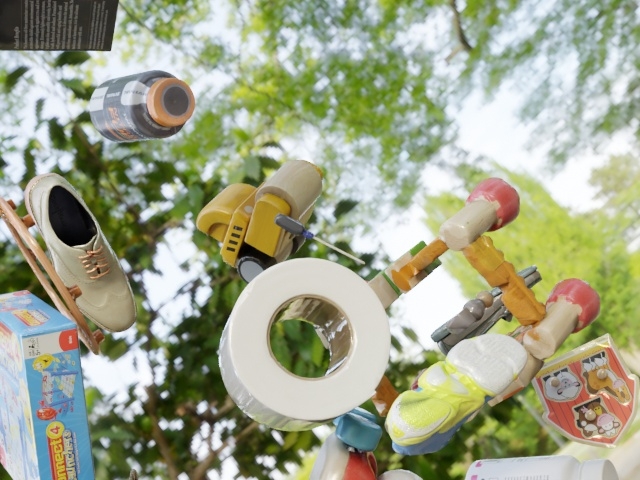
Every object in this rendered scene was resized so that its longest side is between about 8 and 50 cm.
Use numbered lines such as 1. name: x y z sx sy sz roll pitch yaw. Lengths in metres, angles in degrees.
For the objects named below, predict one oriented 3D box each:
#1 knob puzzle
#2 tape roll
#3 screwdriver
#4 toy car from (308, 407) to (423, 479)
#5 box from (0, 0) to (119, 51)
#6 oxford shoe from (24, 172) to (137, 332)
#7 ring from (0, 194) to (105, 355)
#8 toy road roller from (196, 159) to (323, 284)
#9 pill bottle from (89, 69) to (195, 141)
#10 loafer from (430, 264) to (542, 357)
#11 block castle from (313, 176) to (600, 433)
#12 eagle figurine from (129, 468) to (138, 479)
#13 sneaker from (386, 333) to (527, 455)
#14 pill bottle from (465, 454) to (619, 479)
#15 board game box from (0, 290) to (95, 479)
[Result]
1. knob puzzle: 0.505 0.298 1.869 0.213 0.213 0.030 -43 -15 8
2. tape roll: -0.029 0.164 1.539 0.246 0.246 0.169 -35 -6 -18
3. screwdriver: 0.000 0.000 1.671 0.024 0.170 0.025 -63 1 -8
4. toy car: 0.102 0.423 1.665 0.210 0.238 0.219 156 137 -88
5. box: -0.491 -0.473 1.612 0.294 0.296 0.183 -3 -21 -18
6. oxford shoe: -0.515 0.041 2.175 0.140 0.397 0.146 -35 19 -18
7. ring: -0.469 0.055 1.737 0.032 0.336 0.336 -33 -18 -18
8. toy road roller: -0.158 -0.069 2.418 0.202 0.241 0.329 -50 -12 -47
9. pill bottle: -0.334 -0.256 1.903 0.130 0.130 0.246 -30 19 -31
10. loafer: 0.360 0.155 2.098 0.267 0.084 0.096 -35 -5 3
11. block castle: 0.233 0.127 1.735 0.213 0.303 0.453 -35 -5 -47
12. eagle figurine: -0.300 0.511 1.593 0.225 0.226 0.298 -42 -2 -8
13. sneaker: 0.184 0.221 1.406 0.240 0.091 0.126 -25 -31 -26
14. pill bottle: 0.447 0.516 2.011 0.283 0.160 0.160 -11 -1 31
15. board game box: -0.464 0.258 1.628 0.086 0.301 0.308 -10 12 -29
